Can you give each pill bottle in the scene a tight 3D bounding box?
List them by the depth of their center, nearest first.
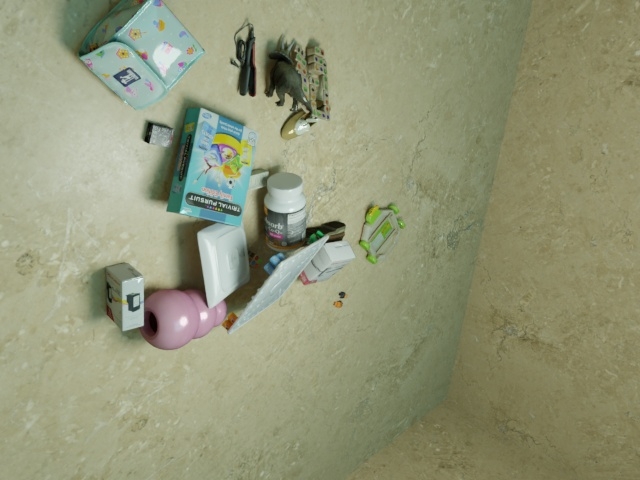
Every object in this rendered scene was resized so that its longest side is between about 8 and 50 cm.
[{"bbox_3d":[-0.134,-0.106,1.986,0.162,0.162,0.278,-29,137,-35],"label":"pill bottle"}]

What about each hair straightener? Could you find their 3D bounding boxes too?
[{"bbox_3d":[-0.247,-0.590,1.719,0.089,0.047,0.230,-13,119,-44],"label":"hair straightener"}]

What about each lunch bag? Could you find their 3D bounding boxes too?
[{"bbox_3d":[-0.486,-0.508,1.418,0.262,0.160,0.223,-48,142,-3],"label":"lunch bag"}]

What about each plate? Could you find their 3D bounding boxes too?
[{"bbox_3d":[-0.326,0.066,1.861,0.278,0.045,0.277,-38,125,-63],"label":"plate"}]

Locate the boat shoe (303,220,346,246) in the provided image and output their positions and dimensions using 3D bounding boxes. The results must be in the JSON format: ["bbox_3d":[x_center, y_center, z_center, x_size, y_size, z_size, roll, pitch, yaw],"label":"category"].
[{"bbox_3d":[0.000,0.000,2.253,0.307,0.111,0.104,-15,119,-43],"label":"boat shoe"}]

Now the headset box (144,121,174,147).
[{"bbox_3d":[-0.489,-0.322,1.607,0.083,0.032,0.062,2,109,-49],"label":"headset box"}]

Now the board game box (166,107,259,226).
[{"bbox_3d":[-0.346,-0.231,1.721,0.254,0.079,0.335,13,87,-50],"label":"board game box"}]

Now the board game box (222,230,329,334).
[{"bbox_3d":[-0.166,0.148,1.981,0.390,0.050,0.390,-52,170,28],"label":"board game box"}]

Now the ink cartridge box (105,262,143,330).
[{"bbox_3d":[-0.618,0.175,1.654,0.072,0.128,0.175,-12,117,-41],"label":"ink cartridge box"}]

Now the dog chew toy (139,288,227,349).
[{"bbox_3d":[-0.460,0.259,1.826,0.332,0.207,0.206,-6,114,-54],"label":"dog chew toy"}]

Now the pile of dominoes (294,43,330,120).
[{"bbox_3d":[-0.016,-0.576,1.907,0.196,0.040,0.250,-3,88,-55],"label":"pile of dominoes"}]

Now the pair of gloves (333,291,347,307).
[{"bbox_3d":[0.101,0.294,2.598,0.074,0.010,0.083,26,89,-50],"label":"pair of gloves"}]

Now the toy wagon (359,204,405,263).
[{"bbox_3d":[0.292,-0.056,2.581,0.267,0.068,0.344,-50,138,-17],"label":"toy wagon"}]

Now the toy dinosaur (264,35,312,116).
[{"bbox_3d":[-0.116,-0.535,1.774,0.121,0.313,0.160,-10,145,-16],"label":"toy dinosaur"}]

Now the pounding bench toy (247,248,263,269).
[{"bbox_3d":[-0.257,0.082,2.049,0.052,0.065,0.083,-56,140,-12],"label":"pounding bench toy"}]

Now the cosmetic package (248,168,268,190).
[{"bbox_3d":[-0.247,-0.221,1.920,0.115,0.041,0.060,-20,125,-40],"label":"cosmetic package"}]

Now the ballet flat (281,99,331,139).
[{"bbox_3d":[-0.051,-0.457,1.985,0.232,0.073,0.080,-46,138,-21],"label":"ballet flat"}]

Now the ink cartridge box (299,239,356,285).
[{"bbox_3d":[0.022,0.096,2.256,0.159,0.092,0.218,-9,154,-45],"label":"ink cartridge box"}]
